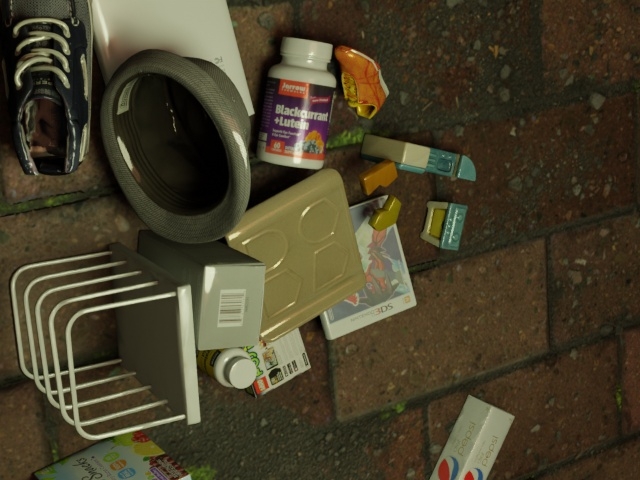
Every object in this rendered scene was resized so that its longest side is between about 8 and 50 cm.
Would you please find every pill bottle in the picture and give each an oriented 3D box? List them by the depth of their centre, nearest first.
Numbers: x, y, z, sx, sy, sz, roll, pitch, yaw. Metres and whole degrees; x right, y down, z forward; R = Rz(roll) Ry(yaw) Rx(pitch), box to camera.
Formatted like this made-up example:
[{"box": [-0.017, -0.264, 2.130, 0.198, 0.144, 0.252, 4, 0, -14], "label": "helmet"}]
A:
[{"box": [-0.034, -0.213, 1.713, 0.108, 0.108, 0.193, 4, 99, -33], "label": "pill bottle"}, {"box": [-0.147, 0.192, 1.732, 0.065, 0.116, 0.065, -8, 105, -31], "label": "pill bottle"}]

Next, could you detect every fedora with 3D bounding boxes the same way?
[{"box": [-0.181, -0.145, 1.550, 0.124, 0.244, 0.275, -43, 115, -50], "label": "fedora"}]

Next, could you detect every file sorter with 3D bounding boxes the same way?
[{"box": [-0.303, 0.137, 1.527, 0.173, 0.278, 0.192, -11, 107, -28], "label": "file sorter"}]

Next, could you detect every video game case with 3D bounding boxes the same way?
[{"box": [0.063, 0.043, 1.858, 0.183, 0.023, 0.201, -20, 99, -29], "label": "video game case"}]

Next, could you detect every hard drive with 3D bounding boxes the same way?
[{"box": [-0.229, -0.304, 1.609, 0.210, 0.040, 0.318, -24, 113, -25], "label": "hard drive"}]

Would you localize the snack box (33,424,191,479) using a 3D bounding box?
[{"box": [-0.302, 0.368, 1.622, 0.175, 0.207, 0.070, -23, 112, -25], "label": "snack box"}]

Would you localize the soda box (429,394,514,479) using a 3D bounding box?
[{"box": [0.277, 0.406, 2.073, 0.069, 0.074, 0.216, 27, 86, -34], "label": "soda box"}]

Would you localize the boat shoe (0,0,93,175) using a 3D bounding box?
[{"box": [-0.358, -0.244, 1.457, 0.127, 0.158, 0.340, -7, 106, -9], "label": "boat shoe"}]

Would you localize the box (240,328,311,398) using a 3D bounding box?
[{"box": [-0.096, 0.141, 1.800, 0.114, 0.036, 0.207, -27, 114, -24], "label": "box"}]

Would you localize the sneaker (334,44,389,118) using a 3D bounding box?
[{"box": [0.063, -0.251, 1.761, 0.067, 0.064, 0.175, -59, 148, -12], "label": "sneaker"}]

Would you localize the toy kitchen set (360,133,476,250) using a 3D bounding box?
[{"box": [0.172, -0.075, 1.866, 0.207, 0.122, 0.166, 9, 96, -33], "label": "toy kitchen set"}]

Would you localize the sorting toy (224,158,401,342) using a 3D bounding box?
[{"box": [0.000, 0.000, 1.760, 0.307, 0.041, 0.229, -30, 124, -20], "label": "sorting toy"}]

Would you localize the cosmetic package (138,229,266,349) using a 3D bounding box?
[{"box": [-0.181, 0.066, 1.612, 0.107, 0.238, 0.127, -1, 105, -29], "label": "cosmetic package"}]
